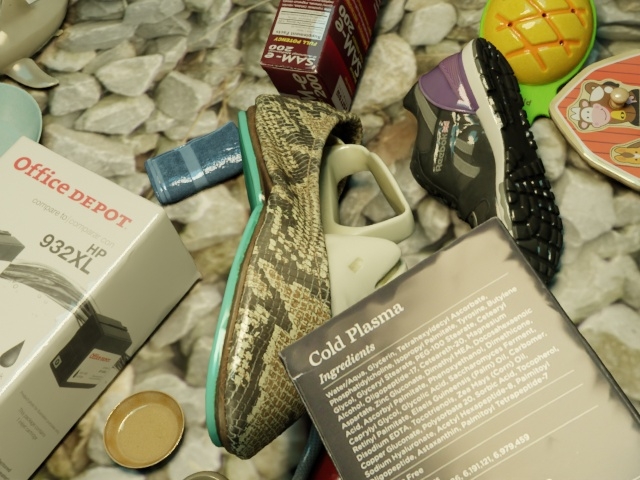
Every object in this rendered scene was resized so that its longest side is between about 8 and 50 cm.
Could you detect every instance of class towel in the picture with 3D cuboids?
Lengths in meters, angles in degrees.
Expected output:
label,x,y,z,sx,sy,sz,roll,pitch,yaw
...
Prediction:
label,x,y,z,sx,sy,sz,roll,pitch,yaw
towel,-0.140,-0.089,1.238,0.119,0.029,0.067,-23,54,-3

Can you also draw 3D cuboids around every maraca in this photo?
label,x,y,z,sx,sy,sz,roll,pitch,yaw
maraca,0.235,-0.217,1.198,0.127,0.099,0.185,19,85,8

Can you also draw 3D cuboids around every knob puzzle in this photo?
label,x,y,z,sx,sy,sz,roll,pitch,yaw
knob puzzle,0.340,-0.136,1.136,0.213,0.030,0.213,-2,57,2

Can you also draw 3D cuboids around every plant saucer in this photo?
label,x,y,z,sx,sy,sz,roll,pitch,yaw
plant saucer,-0.172,0.188,1.061,0.083,0.015,0.083,-7,54,10
plant saucer,-0.426,-0.109,1.317,0.195,0.037,0.195,-7,54,10

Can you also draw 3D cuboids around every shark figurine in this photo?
label,x,y,z,sx,sy,sz,roll,pitch,yaw
shark figurine,-0.383,-0.308,1.396,0.166,0.116,0.278,18,57,17

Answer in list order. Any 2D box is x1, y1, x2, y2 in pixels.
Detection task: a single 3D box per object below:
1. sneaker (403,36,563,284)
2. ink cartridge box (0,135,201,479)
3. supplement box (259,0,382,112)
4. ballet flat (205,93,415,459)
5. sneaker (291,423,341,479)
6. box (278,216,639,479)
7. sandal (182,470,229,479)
label,x,y,z,sx,sy,sz,roll,pitch,yaw
sneaker,0.161,-0.063,1.124,0.124,0.107,0.283,-27,57,33
ink cartridge box,-0.313,0.069,1.107,0.223,0.129,0.307,26,65,28
supplement box,0.013,-0.269,1.234,0.073,0.130,0.239,11,73,20
ballet flat,0.000,0.000,1.015,0.182,0.164,0.483,-2,36,2
sneaker,0.055,0.165,0.953,0.104,0.125,0.262,20,63,24
box,0.165,0.211,0.746,0.179,0.343,0.312,-33,54,4
sandal,-0.074,0.287,0.939,0.090,0.060,0.219,-27,54,-5
